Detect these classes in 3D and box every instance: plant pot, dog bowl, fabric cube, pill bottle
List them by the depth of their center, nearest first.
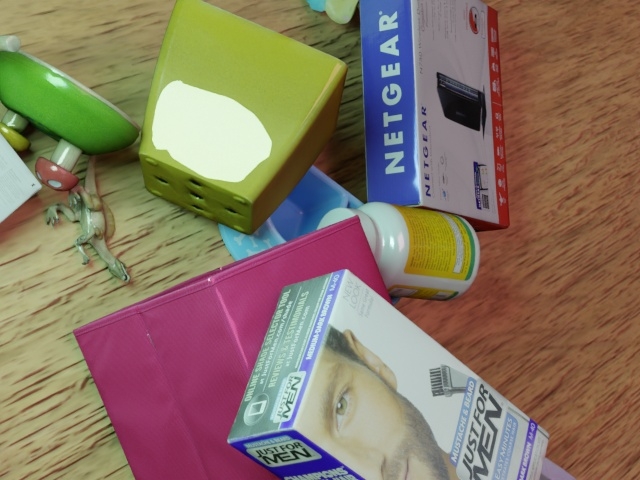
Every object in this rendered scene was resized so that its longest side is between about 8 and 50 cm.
[{"bbox_3d":[-0.070,0.152,1.514,0.254,0.259,0.258,-25,93,-47],"label":"fabric cube"},{"bbox_3d":[-0.107,-0.131,1.602,0.212,0.212,0.187,23,72,3],"label":"plant pot"},{"bbox_3d":[0.096,0.013,1.725,0.208,0.117,0.118,7,69,-42],"label":"pill bottle"},{"bbox_3d":[0.000,0.000,1.775,0.297,0.074,0.166,36,51,-29],"label":"dog bowl"}]

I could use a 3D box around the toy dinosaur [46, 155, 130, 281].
[{"bbox_3d":[-0.268,-0.037,1.560,0.092,0.053,0.183,-1,79,-61],"label":"toy dinosaur"}]

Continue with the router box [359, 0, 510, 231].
[{"bbox_3d":[0.165,-0.190,1.914,0.301,0.082,0.335,8,78,-59],"label":"router box"}]

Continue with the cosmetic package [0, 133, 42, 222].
[{"bbox_3d":[-0.411,-0.117,1.433,0.239,0.060,0.099,54,47,-13],"label":"cosmetic package"}]

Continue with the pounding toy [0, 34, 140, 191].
[{"bbox_3d":[-0.319,-0.135,1.478,0.237,0.183,0.110,35,82,-44],"label":"pounding toy"}]

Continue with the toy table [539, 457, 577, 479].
[{"bbox_3d":[0.214,0.366,1.725,0.161,0.274,0.252,-50,150,-42],"label":"toy table"}]

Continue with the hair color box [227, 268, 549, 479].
[{"bbox_3d":[0.081,0.202,1.384,0.339,0.110,0.185,38,54,-28],"label":"hair color box"}]

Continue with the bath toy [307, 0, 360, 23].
[{"bbox_3d":[0.115,-0.424,2.022,0.348,0.129,0.151,-34,98,-47],"label":"bath toy"}]
